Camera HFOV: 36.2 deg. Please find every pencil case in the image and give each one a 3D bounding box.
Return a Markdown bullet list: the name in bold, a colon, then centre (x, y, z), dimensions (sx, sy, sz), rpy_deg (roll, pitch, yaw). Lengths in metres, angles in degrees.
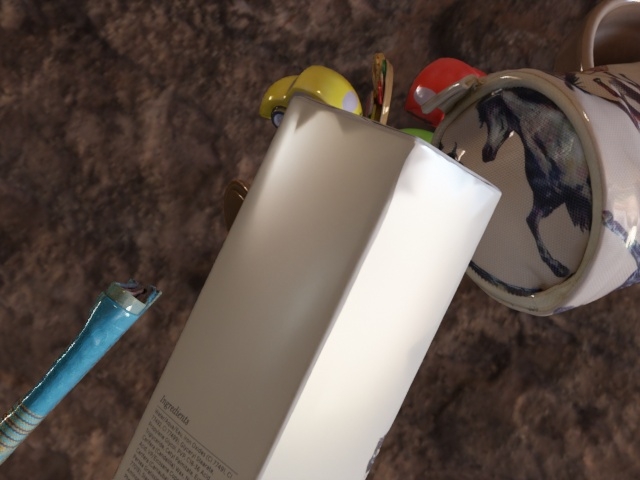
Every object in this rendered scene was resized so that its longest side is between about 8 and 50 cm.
- **pencil case**: centre (0.273, -0.072, 0.731), dimensions (0.184, 0.410, 0.160), rpy_deg (64, -32, 20)

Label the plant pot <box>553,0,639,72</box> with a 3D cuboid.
- **plant pot**: centre (0.326, -0.097, 1.079), dimensions (0.263, 0.263, 0.229), rpy_deg (39, -37, -3)

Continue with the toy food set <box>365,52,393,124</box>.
- **toy food set**: centre (0.061, -0.152, 1.033), dimensions (0.020, 0.083, 0.083), rpy_deg (8, -64, -3)

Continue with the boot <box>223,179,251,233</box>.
- **boot**: centre (0.000, 0.000, 1.035), dimensions (0.197, 0.152, 0.073), rpy_deg (50, -45, 23)

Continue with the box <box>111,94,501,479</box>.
- **box**: centre (-0.014, 0.065, 0.566), dimensions (0.094, 0.275, 0.113), rpy_deg (25, 3, -45)

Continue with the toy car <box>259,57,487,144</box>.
- **toy car**: centre (0.071, -0.103, 0.884), dimensions (0.238, 0.225, 0.053), rpy_deg (-5, -53, -8)

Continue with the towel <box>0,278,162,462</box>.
- **towel**: centre (-0.303, 0.181, 0.974), dimensions (0.040, 0.370, 0.271), rpy_deg (43, -5, -4)
